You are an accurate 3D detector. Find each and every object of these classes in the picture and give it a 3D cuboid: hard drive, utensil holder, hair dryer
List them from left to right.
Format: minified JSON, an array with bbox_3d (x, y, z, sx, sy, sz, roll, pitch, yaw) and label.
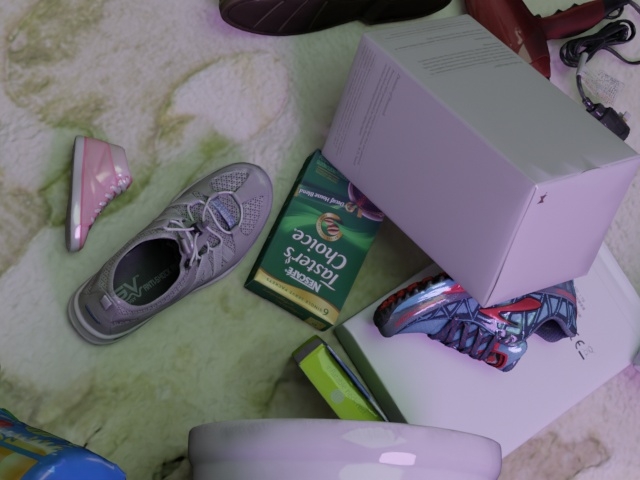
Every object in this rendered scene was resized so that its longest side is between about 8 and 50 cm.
[{"bbox_3d":[0.015,0.392,1.849,0.328,0.327,0.385,8,77,-20],"label":"utensil holder"},{"bbox_3d":[0.215,0.111,2.147,0.353,0.047,0.233,-32,90,-26],"label":"hard drive"},{"bbox_3d":[0.281,-0.257,2.270,0.293,0.080,0.223,34,51,-16],"label":"hair dryer"}]

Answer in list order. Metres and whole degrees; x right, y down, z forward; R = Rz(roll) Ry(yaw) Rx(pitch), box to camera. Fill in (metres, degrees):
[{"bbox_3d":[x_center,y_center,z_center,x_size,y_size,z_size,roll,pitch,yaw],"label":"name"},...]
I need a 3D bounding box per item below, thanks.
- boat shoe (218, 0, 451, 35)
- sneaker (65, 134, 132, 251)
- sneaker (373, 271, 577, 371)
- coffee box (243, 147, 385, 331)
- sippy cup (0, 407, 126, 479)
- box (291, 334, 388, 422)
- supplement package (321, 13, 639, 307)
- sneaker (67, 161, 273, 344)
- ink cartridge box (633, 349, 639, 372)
[{"bbox_3d":[0.008,-0.312,2.149,0.307,0.111,0.104,-7,75,-33],"label":"boat shoe"},{"bbox_3d":[-0.242,-0.049,2.003,0.070,0.051,0.134,8,69,-14],"label":"sneaker"},{"bbox_3d":[0.187,0.090,2.059,0.262,0.104,0.125,-11,83,-24],"label":"sneaker"},{"bbox_3d":[0.000,0.000,2.092,0.113,0.040,0.184,32,67,-12],"label":"coffee box"},{"bbox_3d":[-0.303,0.274,1.755,0.305,0.224,0.240,46,59,-39],"label":"sippy cup"},{"bbox_3d":[0.020,0.159,1.984,0.042,0.178,0.109,-39,93,-2],"label":"box"},{"bbox_3d":[0.173,-0.094,2.024,0.178,0.175,0.293,-14,47,-39],"label":"supplement package"},{"bbox_3d":[-0.145,0.011,1.990,0.105,0.115,0.281,48,65,-4],"label":"sneaker"},{"bbox_3d":[0.543,0.153,2.205,0.278,0.117,0.201,41,66,-19],"label":"ink cartridge box"}]
